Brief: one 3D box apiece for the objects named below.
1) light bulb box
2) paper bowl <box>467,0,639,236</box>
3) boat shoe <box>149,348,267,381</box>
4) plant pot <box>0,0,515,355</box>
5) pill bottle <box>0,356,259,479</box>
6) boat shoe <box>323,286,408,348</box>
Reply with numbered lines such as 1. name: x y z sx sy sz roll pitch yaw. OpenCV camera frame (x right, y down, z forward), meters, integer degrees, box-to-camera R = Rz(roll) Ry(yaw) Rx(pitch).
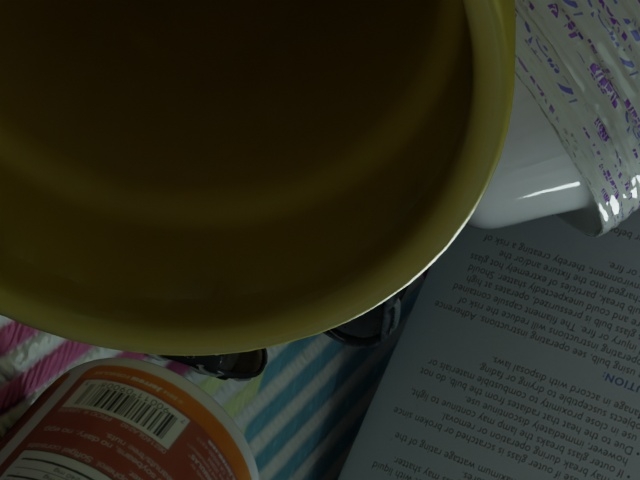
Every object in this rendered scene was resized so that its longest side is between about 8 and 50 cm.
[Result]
1. light bulb box: 0.204 0.181 1.324 0.358 0.225 0.361 37 74 -57
2. paper bowl: 0.092 -0.121 1.029 0.148 0.284 0.284 -37 153 -1
3. boat shoe: -0.065 0.055 0.967 0.125 0.038 0.046 50 52 -64
4. plant pot: -0.051 -0.124 0.668 0.239 0.254 0.254 -81 167 -52
5. pill bottle: -0.121 0.154 0.740 0.216 0.121 0.121 -51 145 -52
6. boat shoe: 0.000 0.000 1.039 0.301 0.108 0.102 58 43 -71
